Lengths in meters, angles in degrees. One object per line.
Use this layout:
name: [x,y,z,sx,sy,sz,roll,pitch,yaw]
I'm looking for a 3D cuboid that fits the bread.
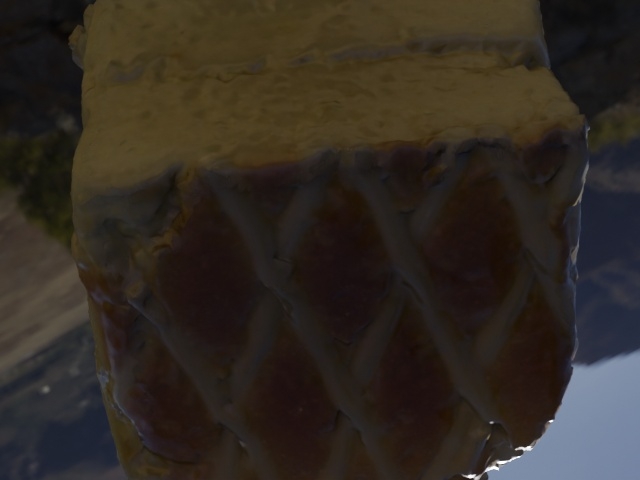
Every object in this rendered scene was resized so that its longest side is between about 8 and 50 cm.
bread: [0.000,0.000,1.088,0.371,0.390,0.279,-5,-143,-5]
